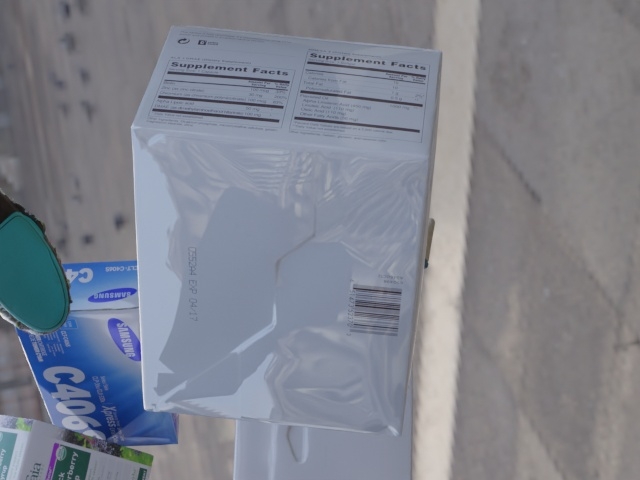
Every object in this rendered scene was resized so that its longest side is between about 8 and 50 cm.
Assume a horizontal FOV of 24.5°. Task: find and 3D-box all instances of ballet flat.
[{"bbox_3d":[-0.315,-0.015,1.353,0.241,0.091,0.077,56,159,-23],"label":"ballet flat"}]

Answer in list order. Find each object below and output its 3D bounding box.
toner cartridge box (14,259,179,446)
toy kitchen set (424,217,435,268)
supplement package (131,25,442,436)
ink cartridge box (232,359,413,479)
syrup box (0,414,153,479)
[{"bbox_3d":[-0.282,0.155,1.903,0.348,0.165,0.075,85,-179,-55],"label":"toner cartridge box"},{"bbox_3d":[0.000,0.000,1.740,0.207,0.166,0.122,-9,52,42],"label":"toy kitchen set"},{"bbox_3d":[-0.023,-0.005,1.097,0.145,0.204,0.262,-80,-6,-51],"label":"supplement package"},{"bbox_3d":[-0.002,0.250,1.715,0.270,0.197,0.198,98,174,-73],"label":"ink cartridge box"},{"bbox_3d":[-0.329,0.293,1.886,0.237,0.096,0.093,30,-113,-52],"label":"syrup box"}]
